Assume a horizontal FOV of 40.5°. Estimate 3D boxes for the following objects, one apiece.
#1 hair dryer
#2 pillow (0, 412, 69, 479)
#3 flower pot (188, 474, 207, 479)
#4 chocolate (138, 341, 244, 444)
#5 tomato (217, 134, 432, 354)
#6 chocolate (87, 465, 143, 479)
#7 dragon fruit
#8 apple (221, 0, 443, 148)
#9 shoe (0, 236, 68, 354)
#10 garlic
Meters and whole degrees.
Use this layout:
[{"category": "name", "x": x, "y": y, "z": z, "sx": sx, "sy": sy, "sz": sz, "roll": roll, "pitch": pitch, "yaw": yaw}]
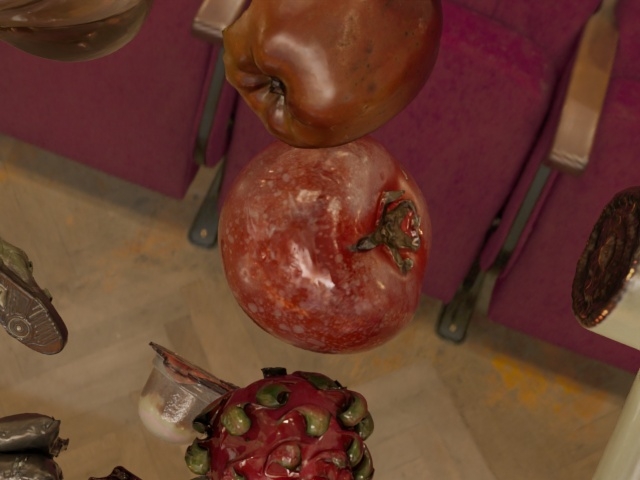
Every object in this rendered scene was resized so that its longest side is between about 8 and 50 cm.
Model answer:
[{"category": "hair dryer", "x": 0.279, "y": 0.155, "z": 0.715, "sx": 0.203, "sy": 0.128, "sz": 0.361, "roll": 20, "pitch": 96, "yaw": -2}, {"category": "pillow", "x": -0.455, "y": 0.276, "z": 0.992, "sx": 0.327, "sy": 0.228, "sz": 0.101, "roll": -7, "pitch": 75, "yaw": -17}, {"category": "flower pot", "x": -0.172, "y": 0.490, "z": 1.408, "sx": 0.235, "sy": 0.148, "sz": 0.235, "roll": 2, "pitch": 81, "yaw": -13}, {"category": "chocolate", "x": -0.246, "y": 0.286, "z": 1.534, "sx": 0.221, "sy": 0.221, "sz": 0.147, "roll": 28, "pitch": 77, "yaw": 6}, {"category": "tomato", "x": 0.000, "y": 0.000, "z": 1.022, "sx": 0.227, "sy": 0.270, "sz": 0.270, "roll": -7, "pitch": 54, "yaw": 34}, {"category": "chocolate", "x": -0.186, "y": 0.258, "z": 0.730, "sx": 0.156, "sy": 0.156, "sz": 0.133, "roll": 25, "pitch": 91, "yaw": 5}, {"category": "dragon fruit", "x": -0.030, "y": 0.238, "z": 0.997, "sx": 0.198, "sy": 0.218, "sz": 0.273, "roll": 45, "pitch": 23, "yaw": 19}, {"category": "apple", "x": 0.012, "y": -0.143, "z": 0.634, "sx": 0.147, "sy": 0.156, "sz": 0.158, "roll": 37, "pitch": 69, "yaw": -19}, {"category": "shoe", "x": -0.600, "y": 0.090, "z": 1.743, "sx": 0.293, "sy": 0.109, "sz": 0.149, "roll": 47, "pitch": 22, "yaw": -12}, {"category": "garlic", "x": -0.336, "y": -0.339, "z": 1.166, "sx": 0.325, "sy": 0.279, "sz": 0.132, "roll": -21, "pitch": 83, "yaw": -5}]
